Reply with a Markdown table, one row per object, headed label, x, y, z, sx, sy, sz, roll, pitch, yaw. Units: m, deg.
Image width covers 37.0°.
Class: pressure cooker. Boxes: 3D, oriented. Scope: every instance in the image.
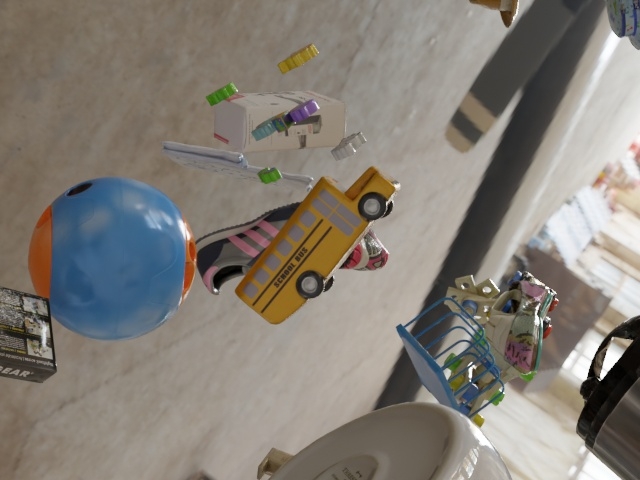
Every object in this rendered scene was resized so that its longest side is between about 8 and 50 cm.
| label | x | y | z | sx | sy | sz | roll | pitch | yaw |
| --- | --- | --- | --- | --- | --- | --- | --- | --- | --- |
| pressure cooker | 0.741 | 0.359 | 1.984 | 0.370 | 0.420 | 0.375 | -52 | 148 | 6 |

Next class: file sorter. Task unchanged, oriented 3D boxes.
| label | x | y | z | sx | sy | sz | roll | pitch | yaw |
| --- | --- | --- | --- | --- | --- | --- | --- | --- | --- |
| file sorter | 0.215 | 0.193 | 1.534 | 0.104 | 0.118 | 0.170 | -34 | 135 | -7 |

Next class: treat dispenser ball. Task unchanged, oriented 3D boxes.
| label | x | y | z | sx | sy | sz | roll | pitch | yaw |
| --- | --- | --- | --- | --- | --- | --- | --- | --- | --- |
| treat dispenser ball | -0.361 | 0.032 | 1.672 | 0.288 | 0.288 | 0.288 | -50 | 164 | -20 |

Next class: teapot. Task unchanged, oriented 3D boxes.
| label | x | y | z | sx | sy | sz | roll | pitch | yaw |
| --- | --- | --- | --- | --- | --- | --- | --- | --- | --- |
| teapot | 0.063 | 0.262 | 0.742 | 0.252 | 0.187 | 0.256 | -25 | -167 | 30 |

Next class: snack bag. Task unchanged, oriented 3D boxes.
| label | x | y | z | sx | sy | sz | roll | pitch | yaw |
| --- | --- | --- | --- | --- | --- | --- | --- | --- | --- |
| snack bag | -0.178 | -0.165 | 2.169 | 0.323 | 0.342 | 0.037 | 135 | -33 | -88 |

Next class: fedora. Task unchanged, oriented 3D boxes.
| label | x | y | z | sx | sy | sz | roll | pitch | yaw |
| --- | --- | --- | --- | --- | --- | --- | --- | --- | --- |
| fedora | 0.315 | -0.487 | 1.784 | 0.194 | 0.079 | 0.194 | -7 | 90 | -89 |

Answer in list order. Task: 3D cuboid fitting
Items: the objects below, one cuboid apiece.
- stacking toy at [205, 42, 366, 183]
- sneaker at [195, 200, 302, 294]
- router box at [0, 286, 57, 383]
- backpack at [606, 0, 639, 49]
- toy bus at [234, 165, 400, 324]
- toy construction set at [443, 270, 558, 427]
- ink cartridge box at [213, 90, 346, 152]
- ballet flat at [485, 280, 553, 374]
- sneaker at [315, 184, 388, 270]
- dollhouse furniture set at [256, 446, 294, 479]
| label | x | y | z | sx | sy | sz | roll | pitch | yaw |
| --- | --- | --- | --- | --- | --- | --- | --- | --- | --- |
| stacking toy | -0.054 | -0.184 | 1.440 | 0.221 | 0.167 | 0.052 | -16 | -158 | 42 |
| sneaker | -0.114 | 0.020 | 2.023 | 0.319 | 0.131 | 0.112 | -22 | 155 | 17 |
| router box | -0.484 | 0.133 | 1.426 | 0.046 | 0.133 | 0.179 | -34 | 145 | 28 |
| backpack | 0.465 | -0.337 | 1.396 | 0.105 | 0.084 | 0.114 | -90 | 162 | -59 |
| toy bus | 0.000 | 0.000 | 1.719 | 0.333 | 0.130 | 0.108 | -52 | 173 | 10 |
| toy construction set | 0.313 | 0.169 | 1.714 | 0.215 | 0.151 | 0.328 | -54 | -167 | 30 |
| ink cartridge box | -0.079 | -0.234 | 1.864 | 0.218 | 0.158 | 0.092 | -5 | 109 | -28 |
| ballet flat | 0.266 | 0.113 | 1.296 | 0.221 | 0.079 | 0.077 | -51 | 154 | -63 |
| sneaker | 0.042 | -0.019 | 2.114 | 0.112 | 0.299 | 0.121 | 12 | 117 | -31 |
| dollhouse furniture set | -0.034 | 0.545 | 2.122 | 0.129 | 0.183 | 0.129 | -45 | 148 | -57 |
